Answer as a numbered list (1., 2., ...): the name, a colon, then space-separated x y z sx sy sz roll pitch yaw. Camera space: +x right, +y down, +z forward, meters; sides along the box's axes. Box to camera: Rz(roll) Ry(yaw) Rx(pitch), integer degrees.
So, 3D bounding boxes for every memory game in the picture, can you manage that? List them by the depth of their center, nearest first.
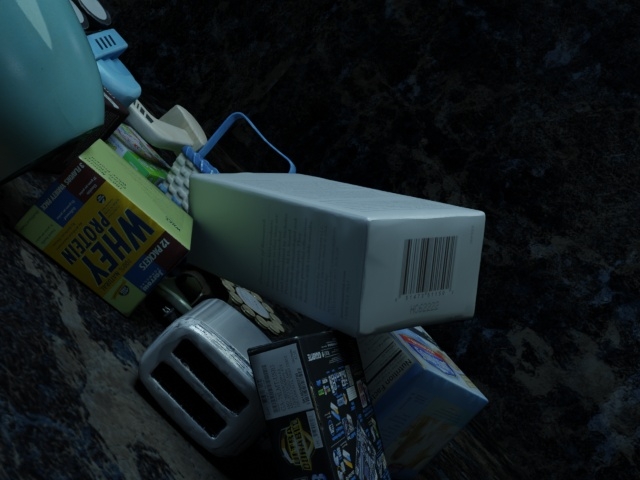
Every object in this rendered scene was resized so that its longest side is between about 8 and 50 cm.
1. memory game: -0.150 0.140 1.635 0.186 0.012 0.186 43 6 -6

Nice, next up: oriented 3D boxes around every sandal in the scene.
1. sandal: -0.204 0.085 1.275 0.120 0.086 0.303 43 6 1

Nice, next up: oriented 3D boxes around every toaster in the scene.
1. toaster: -0.133 0.167 0.956 0.227 0.129 0.146 46 8 3

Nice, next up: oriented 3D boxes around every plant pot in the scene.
1. plant pot: -0.429 -0.209 0.998 0.235 0.293 0.293 59 2 -13

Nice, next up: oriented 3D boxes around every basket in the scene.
1. basket: -0.226 -0.143 1.787 0.255 0.289 0.201 48 7 33

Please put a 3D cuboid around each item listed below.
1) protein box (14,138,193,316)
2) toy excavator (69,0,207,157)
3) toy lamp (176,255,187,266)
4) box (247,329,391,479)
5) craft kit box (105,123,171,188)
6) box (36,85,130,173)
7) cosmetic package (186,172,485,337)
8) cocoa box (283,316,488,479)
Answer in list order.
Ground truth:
1. protein box: -0.310 -0.026 1.118 0.200 0.136 0.201 42 5 -16
2. toy excavator: -0.470 -0.324 1.696 0.445 0.222 0.433 51 16 -13
3. toy lamp: -0.257 0.020 1.466 0.080 0.080 0.275 44 3 14
4. box: 0.019 0.261 0.936 0.295 0.073 0.293 16 60 -75
5. craft kit box: -0.464 -0.210 1.861 0.250 0.061 0.247 44 9 12
6. box: -0.481 -0.235 1.329 0.168 0.167 0.203 43 5 4
7. cosmetic package: 0.000 0.000 1.155 0.230 0.161 0.453 -3 13 -37
8. cocoa box: 0.104 0.263 1.347 0.228 0.231 0.347 47 7 34
